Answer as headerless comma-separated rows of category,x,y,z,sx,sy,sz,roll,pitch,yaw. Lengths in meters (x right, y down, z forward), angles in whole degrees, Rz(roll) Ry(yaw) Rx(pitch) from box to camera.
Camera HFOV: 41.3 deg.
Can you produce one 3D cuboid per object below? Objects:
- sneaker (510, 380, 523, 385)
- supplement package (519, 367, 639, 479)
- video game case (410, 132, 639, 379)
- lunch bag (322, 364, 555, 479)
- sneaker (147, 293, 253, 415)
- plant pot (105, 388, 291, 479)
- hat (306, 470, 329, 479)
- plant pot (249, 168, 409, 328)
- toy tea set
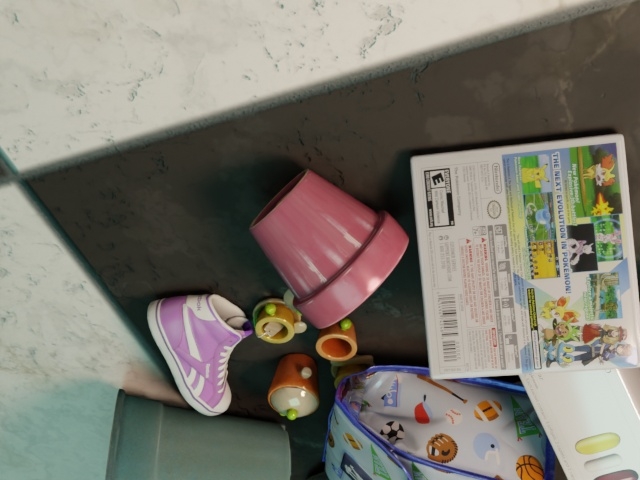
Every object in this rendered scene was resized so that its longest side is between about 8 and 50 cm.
sneaker,0.404,0.315,1.590,0.061,0.053,0.152,-22,125,21
supplement package,0.430,0.235,1.342,0.145,0.204,0.262,-25,93,25
video game case,0.292,0.027,1.218,0.300,0.036,0.329,-5,90,11
lunch bag,0.197,0.392,1.534,0.385,0.239,0.328,14,142,6
sneaker,-0.184,0.210,1.532,0.161,0.102,0.282,-12,130,13
plant pot,-0.240,0.472,1.641,0.334,0.341,0.341,7,133,-10
hat,0.101,0.607,1.795,0.331,0.134,0.331,11,138,10
plant pot,0.000,0.000,1.270,0.180,0.201,0.201,44,124,-10
toy tea set,-0.021,0.200,1.485,0.200,0.124,0.336,-8,131,14
